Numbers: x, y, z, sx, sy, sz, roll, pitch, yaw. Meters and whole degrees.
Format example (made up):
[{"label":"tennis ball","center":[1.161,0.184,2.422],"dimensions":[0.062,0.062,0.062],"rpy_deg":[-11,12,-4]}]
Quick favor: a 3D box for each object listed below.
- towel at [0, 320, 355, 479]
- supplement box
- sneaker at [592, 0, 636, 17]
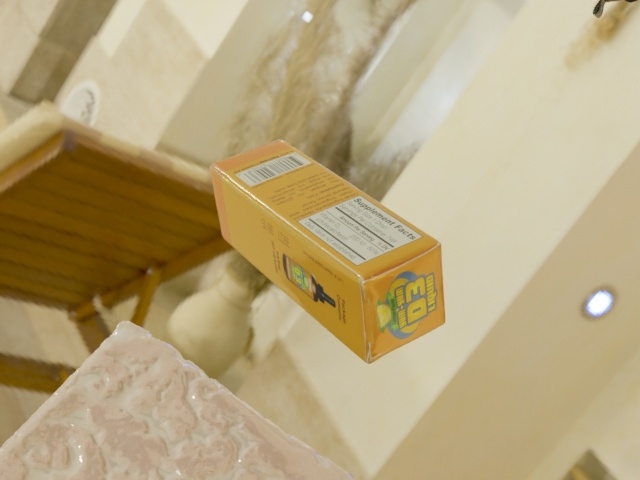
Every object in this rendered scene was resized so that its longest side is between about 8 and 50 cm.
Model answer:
[{"label":"towel","center":[-0.128,0.256,0.834],"dimensions":[0.332,0.053,0.317],"rpy_deg":[34,54,12]},{"label":"supplement box","center":[0.000,0.000,0.820],"dimensions":[0.080,0.078,0.233],"rpy_deg":[-22,35,-22]},{"label":"sneaker","center":[0.186,-0.141,0.584],"dimensions":[0.038,0.069,0.098],"rpy_deg":[32,35,-48]}]
